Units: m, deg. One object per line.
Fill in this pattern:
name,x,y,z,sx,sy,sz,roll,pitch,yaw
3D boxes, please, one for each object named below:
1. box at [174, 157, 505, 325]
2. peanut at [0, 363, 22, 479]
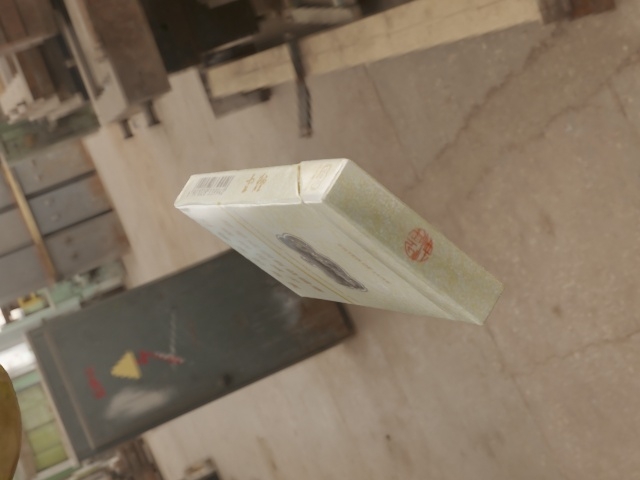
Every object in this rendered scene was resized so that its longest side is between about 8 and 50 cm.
box,0.000,0.000,0.476,0.090,0.024,0.167,37,165,-23
peanut,-0.277,0.069,0.467,0.120,0.298,0.136,79,-156,-78
